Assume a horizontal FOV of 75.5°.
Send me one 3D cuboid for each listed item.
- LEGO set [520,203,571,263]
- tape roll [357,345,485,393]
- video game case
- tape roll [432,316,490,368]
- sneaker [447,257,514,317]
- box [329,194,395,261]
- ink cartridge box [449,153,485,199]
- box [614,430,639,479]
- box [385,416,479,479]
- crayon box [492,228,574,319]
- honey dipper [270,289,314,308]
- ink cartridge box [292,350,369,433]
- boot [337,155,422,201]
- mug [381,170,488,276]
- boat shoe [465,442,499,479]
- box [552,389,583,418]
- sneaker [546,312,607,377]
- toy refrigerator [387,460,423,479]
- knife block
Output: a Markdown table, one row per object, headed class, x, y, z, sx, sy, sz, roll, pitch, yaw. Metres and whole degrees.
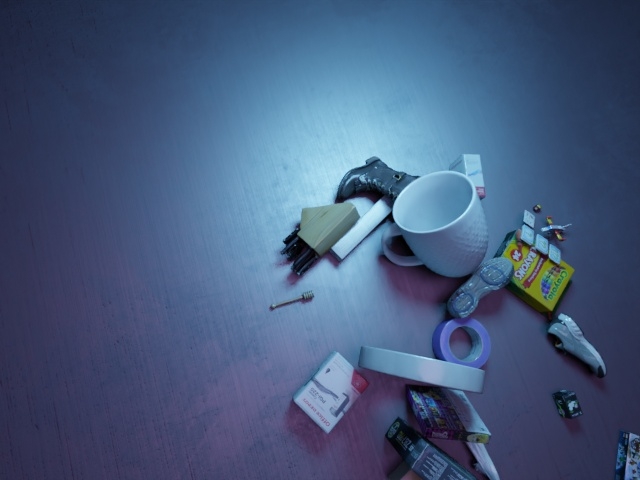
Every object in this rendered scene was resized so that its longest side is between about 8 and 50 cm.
| class | x | y | z | sx | sy | sz | roll | pitch | yaw |
| --- | --- | --- | --- | --- | --- | --- | --- | --- | --- |
| LEGO set | 0.879 | -0.047 | 1.610 | 0.182 | 0.060 | 0.244 | 34 | 49 | -2 |
| tape roll | 0.314 | 0.407 | 1.310 | 0.392 | 0.392 | 0.072 | 14 | 75 | -4 |
| video game case | 0.413 | 0.569 | 1.370 | 0.210 | 0.232 | 0.042 | 8 | 103 | -6 |
| tape roll | 0.509 | 0.373 | 1.499 | 0.189 | 0.080 | 0.189 | 1 | 77 | -6 |
| sneaker | 0.572 | 0.165 | 1.514 | 0.297 | 0.129 | 0.111 | -37 | 81 | -1 |
| box | 0.166 | -0.054 | 1.563 | 0.067 | 0.063 | 0.324 | 44 | 76 | 6 |
| ink cartridge box | 0.573 | -0.234 | 1.621 | 0.072 | 0.127 | 0.175 | -1 | 78 | -8 |
| box | 1.156 | 0.831 | 1.491 | 0.159 | 0.044 | 0.233 | 18 | 76 | -2 |
| box | 0.412 | 0.739 | 1.281 | 0.395 | 0.318 | 0.097 | 39 | 78 | 2 |
| crayon box | 0.825 | 0.131 | 1.593 | 0.318 | 0.081 | 0.202 | 36 | 75 | 2 |
| honey dipper | -0.102 | 0.213 | 1.489 | 0.160 | 0.030 | 0.030 | -15 | 79 | -7 |
| ink cartridge box | 0.035 | 0.510 | 1.404 | 0.158 | 0.092 | 0.218 | 43 | 78 | 4 |
| boot | 0.218 | -0.202 | 1.542 | 0.263 | 0.091 | 0.229 | -41 | 56 | -15 |
| mug | 0.399 | -0.016 | 1.466 | 0.374 | 0.328 | 0.276 | -19 | 42 | 22 |
| boat shoe | 0.555 | 0.762 | 1.426 | 0.063 | 0.066 | 0.184 | -25 | 84 | 2 |
| box | 0.898 | 0.596 | 1.504 | 0.052 | 0.062 | 0.083 | -14 | 79 | -11 |
| sneaker | 0.957 | 0.402 | 1.550 | 0.108 | 0.100 | 0.271 | -39 | 87 | 11 |
| toy refrigerator | 0.347 | 0.866 | 1.345 | 0.094 | 0.102 | 0.269 | -35 | 79 | -16 |
| knife block | 0.000 | 0.000 | 1.472 | 0.275 | 0.088 | 0.242 | -6 | 64 | 17 |
